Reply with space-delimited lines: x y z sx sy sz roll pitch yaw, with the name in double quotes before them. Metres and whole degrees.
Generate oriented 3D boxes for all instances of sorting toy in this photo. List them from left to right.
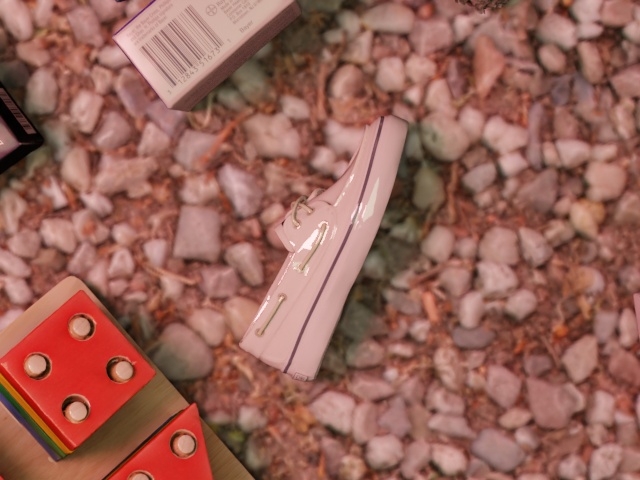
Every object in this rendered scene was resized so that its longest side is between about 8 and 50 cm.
"sorting toy" -0.193 0.191 1.332 0.257 0.089 0.255 -42 93 -28

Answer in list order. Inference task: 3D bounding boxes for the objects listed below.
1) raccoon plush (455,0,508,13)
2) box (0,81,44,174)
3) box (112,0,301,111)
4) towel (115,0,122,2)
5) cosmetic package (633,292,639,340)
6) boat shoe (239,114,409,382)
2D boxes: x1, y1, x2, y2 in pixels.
"raccoon plush" 0.203 -0.293 1.216 0.216 0.446 0.299 13 96 -33
"box" -0.374 -0.129 1.368 0.184 0.103 0.261 -36 93 5
"box" -0.084 -0.166 1.341 0.126 0.137 0.072 -40 91 3
"towel" -0.165 -0.255 1.391 0.067 0.029 0.119 -28 94 2
"cosmetic package" 0.370 0.094 1.308 0.224 0.224 0.138 -11 94 1
"boat shoe" 0.000 0.000 1.377 0.075 0.083 0.226 21 95 -2
